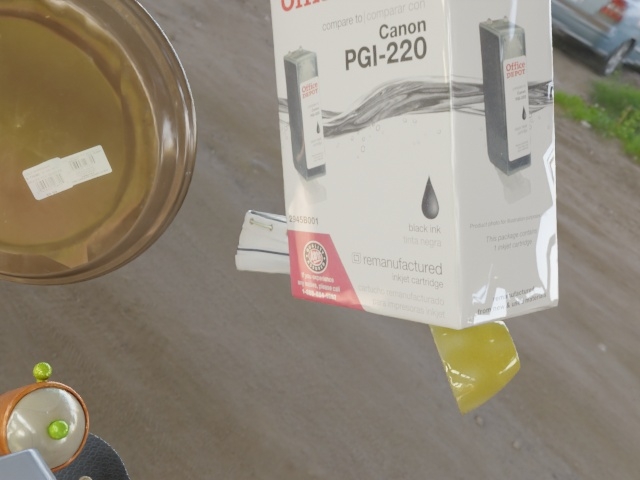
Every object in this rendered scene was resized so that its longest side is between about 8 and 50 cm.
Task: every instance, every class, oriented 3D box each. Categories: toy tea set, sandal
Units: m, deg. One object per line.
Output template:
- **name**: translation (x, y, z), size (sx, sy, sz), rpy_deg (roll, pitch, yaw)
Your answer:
- **toy tea set**: translation (-0.288, 0.303, 0.822), size (0.200, 0.124, 0.336), rpy_deg (-42, 112, -38)
- **sandal**: translation (-0.275, 0.365, 1.024), size (0.254, 0.054, 0.097), rpy_deg (49, 43, 13)

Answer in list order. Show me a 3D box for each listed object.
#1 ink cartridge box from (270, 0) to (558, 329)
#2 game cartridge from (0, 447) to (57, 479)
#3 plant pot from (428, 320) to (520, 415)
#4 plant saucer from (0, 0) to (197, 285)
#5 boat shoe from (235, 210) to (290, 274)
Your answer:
- **ink cartridge box**: translation (0.053, -0.069, 0.470), size (0.092, 0.218, 0.158), rpy_deg (-7, 8, -38)
- **game cartridge**: translation (-0.310, 0.312, 0.630), size (0.297, 0.062, 0.198), rpy_deg (-39, 105, -53)
- **plant pot**: translation (0.210, 0.154, 1.042), size (0.134, 0.095, 0.134), rpy_deg (-20, 90, -86)
- **plant saucer**: translation (-0.239, -0.087, 0.623), size (0.277, 0.278, 0.041), rpy_deg (25, 17, -8)
- **boat shoe**: translation (0.000, 0.000, 0.802), size (0.226, 0.076, 0.083), rpy_deg (2, 1, 32)
